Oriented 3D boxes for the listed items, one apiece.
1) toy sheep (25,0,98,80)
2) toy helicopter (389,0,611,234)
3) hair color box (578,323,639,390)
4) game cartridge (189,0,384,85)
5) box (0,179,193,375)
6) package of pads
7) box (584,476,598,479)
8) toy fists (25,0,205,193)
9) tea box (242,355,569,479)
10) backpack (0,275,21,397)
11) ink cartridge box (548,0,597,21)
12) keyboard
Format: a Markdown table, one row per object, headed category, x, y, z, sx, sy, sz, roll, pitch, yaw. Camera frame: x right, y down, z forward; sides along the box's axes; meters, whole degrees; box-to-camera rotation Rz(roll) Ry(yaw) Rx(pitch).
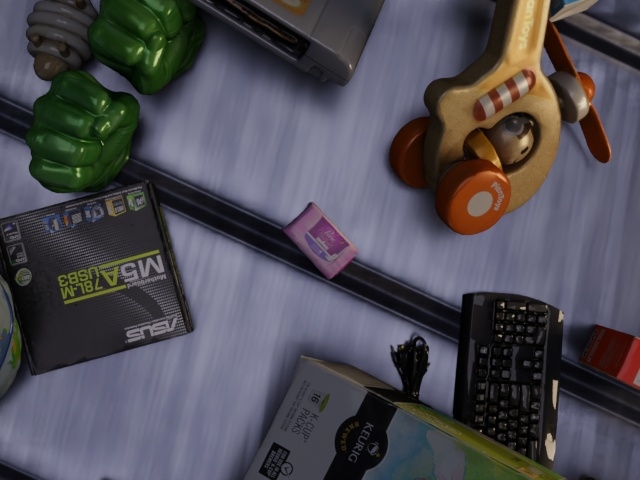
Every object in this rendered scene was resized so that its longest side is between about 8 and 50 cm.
| category | x | y | z | sx | sy | sz | roll | pitch | yaw |
| --- | --- | --- | --- | --- | --- | --- | --- | --- | --- |
| toy sheep | -0.291 | -0.241 | 1.318 | 0.091 | 0.091 | 0.132 | 21 | 79 | -2 |
| toy helicopter | 0.223 | -0.185 | 1.268 | 0.235 | 0.140 | 0.355 | -8 | 124 | -24 |
| hair color box | 0.357 | 0.140 | 1.295 | 0.093 | 0.167 | 0.053 | 26 | 89 | -1 |
| game cartridge | -0.069 | -0.310 | 1.285 | 0.297 | 0.062 | 0.198 | 30 | 51 | -10 |
| box | -0.260 | 0.043 | 1.335 | 0.190 | 0.045 | 0.184 | -14 | 87 | -2 |
| package of pads | 0.000 | 0.000 | 1.352 | 0.050 | 0.032 | 0.083 | -44 | 91 | -1 |
| box | 0.321 | 0.430 | 1.297 | 0.165 | 0.143 | 0.270 | 31 | 88 | -6 |
| toy fists | -0.224 | -0.173 | 1.281 | 0.096 | 0.142 | 0.279 | 33 | 88 | 17 |
| tea box | 0.071 | 0.340 | 1.212 | 0.323 | 0.220 | 0.329 | 25 | 88 | 18 |
| backpack | -0.496 | 0.131 | 1.238 | 0.355 | 0.273 | 0.290 | -23 | 71 | -15 |
| ink cartridge box | 0.263 | -0.350 | 1.333 | 0.060 | 0.104 | 0.180 | -19 | 90 | -3 |
| keyboard | 0.177 | 0.218 | 1.356 | 0.201 | 0.033 | 0.317 | 4 | 88 | -2 |
